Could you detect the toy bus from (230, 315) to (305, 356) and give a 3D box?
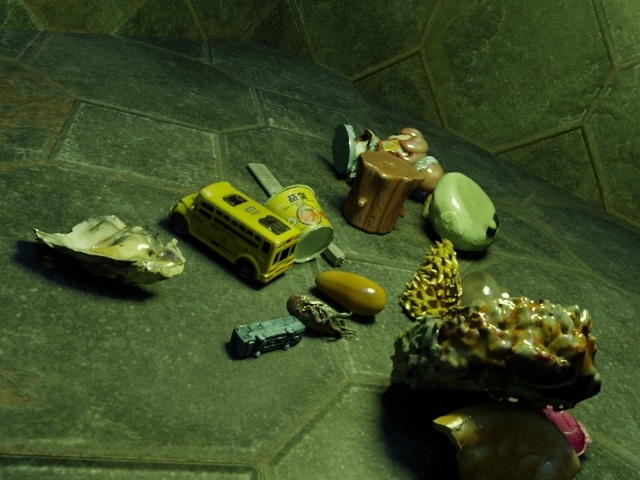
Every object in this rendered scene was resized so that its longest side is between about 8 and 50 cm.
[{"bbox_3d":[-0.109,0.198,1.174,0.165,0.047,0.065,-4,32,-42],"label":"toy bus"}]

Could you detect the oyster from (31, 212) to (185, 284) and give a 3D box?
[{"bbox_3d":[-0.454,0.017,1.199,0.275,0.100,0.271,-11,38,-26],"label":"oyster"}]

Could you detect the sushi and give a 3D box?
[{"bbox_3d":[0.336,0.230,1.120,0.417,0.417,0.176,13,71,-16],"label":"sushi"}]

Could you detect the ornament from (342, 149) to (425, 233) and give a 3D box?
[{"bbox_3d":[0.193,-0.152,1.817,0.221,0.218,0.235,18,28,-7],"label":"ornament"}]

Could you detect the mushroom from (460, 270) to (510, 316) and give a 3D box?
[{"bbox_3d":[0.445,0.147,1.548,0.141,0.117,0.188,-16,22,9],"label":"mushroom"}]

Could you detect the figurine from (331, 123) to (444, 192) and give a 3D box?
[{"bbox_3d":[0.255,-0.309,2.118,0.388,0.248,0.276,-3,18,-20],"label":"figurine"}]

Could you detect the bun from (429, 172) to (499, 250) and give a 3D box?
[{"bbox_3d":[0.465,-0.079,1.923,0.293,0.187,0.293,30,41,-30],"label":"bun"}]

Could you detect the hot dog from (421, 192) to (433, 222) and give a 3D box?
[{"bbox_3d":[0.435,-0.138,2.119,0.084,0.073,0.242,28,28,1],"label":"hot dog"}]

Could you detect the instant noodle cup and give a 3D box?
[{"bbox_3d":[-0.057,-0.035,1.501,0.182,0.182,0.144,-7,48,-42],"label":"instant noodle cup"}]

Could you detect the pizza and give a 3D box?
[{"bbox_3d":[0.346,0.394,1.038,0.365,0.182,0.074,16,2,-25],"label":"pizza"}]

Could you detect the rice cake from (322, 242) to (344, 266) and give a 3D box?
[{"bbox_3d":[0.000,0.000,1.599,0.036,0.047,0.207,-10,40,-35],"label":"rice cake"}]

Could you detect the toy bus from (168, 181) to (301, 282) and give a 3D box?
[{"bbox_3d":[-0.216,-0.038,1.404,0.331,0.151,0.145,32,32,18],"label":"toy bus"}]

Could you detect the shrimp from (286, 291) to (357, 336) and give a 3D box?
[{"bbox_3d":[0.008,0.173,1.269,0.190,0.073,0.075,30,13,-13],"label":"shrimp"}]

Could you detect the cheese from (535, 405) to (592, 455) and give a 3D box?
[{"bbox_3d":[0.464,0.399,1.204,0.244,0.062,0.155,10,27,-11],"label":"cheese"}]

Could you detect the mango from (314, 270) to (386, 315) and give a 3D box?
[{"bbox_3d":[0.075,0.127,1.392,0.184,0.085,0.102,19,30,17],"label":"mango"}]

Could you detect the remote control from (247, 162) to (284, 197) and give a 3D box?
[{"bbox_3d":[-0.163,-0.187,1.831,0.067,0.029,0.261,1,34,-34],"label":"remote control"}]

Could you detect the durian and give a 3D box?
[{"bbox_3d":[0.321,0.100,1.501,0.185,0.196,0.305,15,30,2],"label":"durian"}]
